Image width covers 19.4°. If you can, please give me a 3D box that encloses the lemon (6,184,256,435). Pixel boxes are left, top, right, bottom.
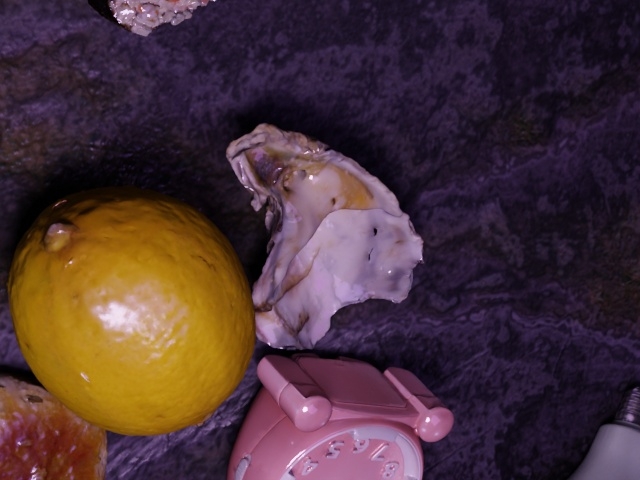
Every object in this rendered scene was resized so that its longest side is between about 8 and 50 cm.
[{"bbox_3d":[-0.182,0.067,1.821,0.236,0.236,0.263,-32,149,-20],"label":"lemon"}]

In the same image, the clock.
[{"bbox_3d":[-0.003,0.252,2.075,0.227,0.142,0.241,8,112,-35],"label":"clock"}]

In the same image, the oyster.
[{"bbox_3d":[-0.007,-0.004,1.993,0.275,0.100,0.271,-11,116,-44],"label":"oyster"}]

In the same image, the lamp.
[{"bbox_3d":[0.366,0.348,2.345,0.314,0.182,0.182,-54,129,-29],"label":"lamp"}]

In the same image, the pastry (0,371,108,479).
[{"bbox_3d":[-0.304,0.223,1.879,0.192,0.093,0.182,35,84,-37],"label":"pastry"}]

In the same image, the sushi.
[{"bbox_3d":[-0.151,-0.262,1.813,0.150,0.078,0.090,-38,124,-18],"label":"sushi"}]
